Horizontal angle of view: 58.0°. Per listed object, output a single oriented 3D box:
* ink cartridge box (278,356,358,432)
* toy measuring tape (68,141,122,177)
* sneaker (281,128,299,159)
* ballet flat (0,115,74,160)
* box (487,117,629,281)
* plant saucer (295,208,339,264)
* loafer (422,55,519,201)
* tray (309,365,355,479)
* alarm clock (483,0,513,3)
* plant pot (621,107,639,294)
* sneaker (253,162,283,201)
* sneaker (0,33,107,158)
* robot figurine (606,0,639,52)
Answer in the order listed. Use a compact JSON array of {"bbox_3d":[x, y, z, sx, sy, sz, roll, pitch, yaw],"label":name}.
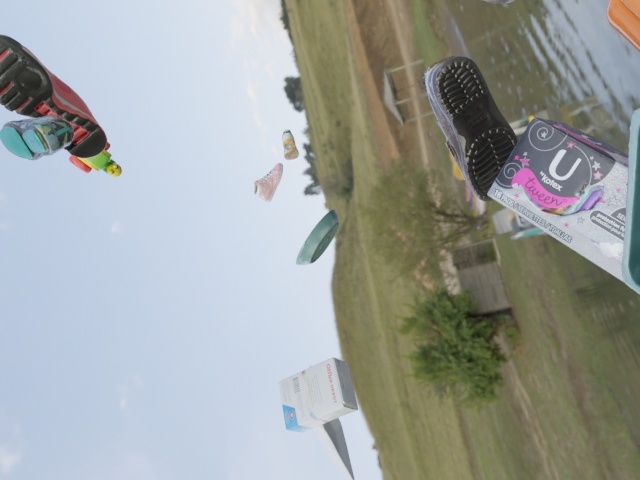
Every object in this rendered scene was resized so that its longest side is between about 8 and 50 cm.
[{"bbox_3d":[-0.004,0.266,0.989,0.052,0.122,0.089,31,-142,-47],"label":"ink cartridge box"},{"bbox_3d":[-0.700,-0.288,1.613,0.330,0.121,0.121,39,-155,-16],"label":"toy measuring tape"},{"bbox_3d":[-0.060,-0.191,1.151,0.083,0.031,0.037,92,170,-69],"label":"sneaker"},{"bbox_3d":[-0.432,-0.161,0.888,0.070,0.188,0.070,-12,-73,-44],"label":"ballet flat"},{"bbox_3d":[0.413,-0.067,0.871,0.247,0.142,0.163,38,-153,27],"label":"box"},{"bbox_3d":[0.000,0.000,1.026,0.021,0.119,0.119,35,-172,11],"label":"plant saucer"},{"bbox_3d":[0.331,-0.248,1.254,0.366,0.133,0.130,59,-176,-32],"label":"loafer"},{"bbox_3d":[0.016,0.390,1.200,0.145,0.030,0.270,-104,-5,-46],"label":"tray"},{"bbox_3d":[0.279,-0.465,0.952,0.064,0.191,0.129,-58,-33,-28],"label":"alarm clock"},{"bbox_3d":[0.523,-0.034,0.618,0.248,0.252,0.247,-125,18,-57],"label":"plant pot"},{"bbox_3d":[-0.172,-0.195,1.861,0.070,0.135,0.051,20,-174,-27],"label":"sneaker"},{"bbox_3d":[-0.601,-0.313,1.251,0.314,0.115,0.136,54,-178,-44],"label":"sneaker"},{"bbox_3d":[0.501,-0.319,0.813,0.158,0.128,0.220,35,-155,-55],"label":"robot figurine"}]
